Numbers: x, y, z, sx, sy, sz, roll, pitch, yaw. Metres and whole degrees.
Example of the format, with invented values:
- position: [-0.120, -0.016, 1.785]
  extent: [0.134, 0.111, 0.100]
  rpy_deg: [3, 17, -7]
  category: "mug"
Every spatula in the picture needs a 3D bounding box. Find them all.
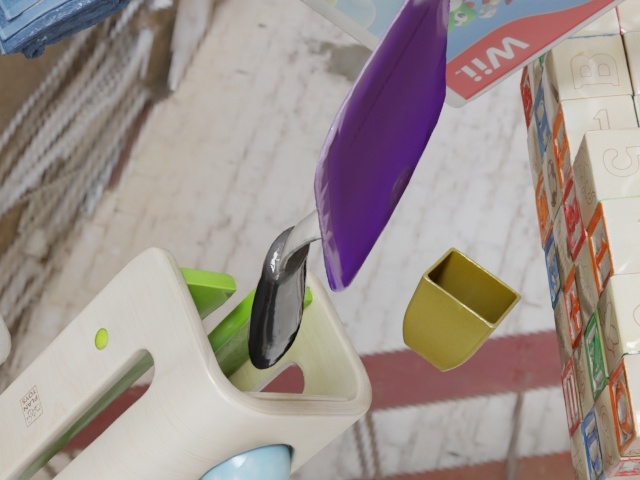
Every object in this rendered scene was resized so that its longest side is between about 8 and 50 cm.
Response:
- position: [0.000, 0.000, 0.468]
  extent: [0.084, 0.030, 0.296]
  rpy_deg: [-60, -179, -22]
  category: "spatula"

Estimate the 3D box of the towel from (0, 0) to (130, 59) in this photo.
- position: [-0.130, -0.143, 0.575]
  extent: [0.119, 0.067, 0.029]
  rpy_deg: [65, 7, 21]
  category: "towel"

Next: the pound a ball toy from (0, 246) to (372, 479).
- position: [-0.148, 0.145, 0.735]
  extent: [0.208, 0.136, 0.319]
  rpy_deg: [9, 136, -48]
  category: "pound a ball toy"

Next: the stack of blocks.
- position: [0.187, -0.010, 0.762]
  extent: [0.171, 0.087, 0.297]
  rpy_deg: [87, -1, -66]
  category: "stack of blocks"

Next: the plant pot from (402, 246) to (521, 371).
- position: [0.123, 0.072, 1.203]
  extent: [0.081, 0.081, 0.083]
  rpy_deg: [-37, 159, -57]
  category: "plant pot"

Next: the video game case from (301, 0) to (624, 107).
- position: [0.065, -0.170, 0.577]
  extent: [0.285, 0.204, 0.025]
  rpy_deg: [25, 40, -49]
  category: "video game case"

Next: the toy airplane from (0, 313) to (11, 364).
- position: [-0.405, 0.059, 0.837]
  extent: [0.384, 0.272, 0.386]
  rpy_deg: [22, 80, -45]
  category: "toy airplane"
